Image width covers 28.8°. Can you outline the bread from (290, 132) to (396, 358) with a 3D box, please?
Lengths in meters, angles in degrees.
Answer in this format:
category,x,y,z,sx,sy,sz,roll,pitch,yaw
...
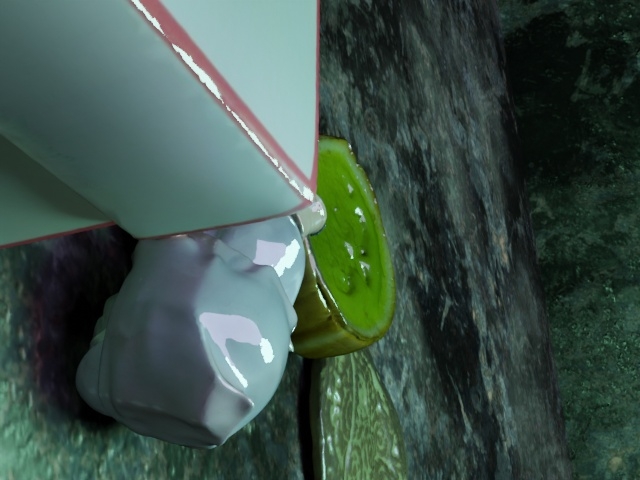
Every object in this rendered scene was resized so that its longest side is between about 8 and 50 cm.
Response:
category,x,y,z,sx,sy,sz,roll,pitch,yaw
bread,0.000,0.000,1.204,0.236,0.070,0.236,49,31,-44

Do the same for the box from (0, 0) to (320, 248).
category,x,y,z,sx,sy,sz,roll,pitch,yaw
box,-0.188,-0.186,0.457,0.312,0.300,0.314,49,36,-55

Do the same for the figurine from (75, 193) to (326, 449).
category,x,y,z,sx,sy,sz,roll,pitch,yaw
figurine,-0.075,0.046,0.903,0.276,0.133,0.200,-65,157,-57

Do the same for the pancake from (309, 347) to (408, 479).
category,x,y,z,sx,sy,sz,roll,pitch,yaw
pancake,0.039,0.212,1.286,0.250,0.031,0.250,-11,90,-70
